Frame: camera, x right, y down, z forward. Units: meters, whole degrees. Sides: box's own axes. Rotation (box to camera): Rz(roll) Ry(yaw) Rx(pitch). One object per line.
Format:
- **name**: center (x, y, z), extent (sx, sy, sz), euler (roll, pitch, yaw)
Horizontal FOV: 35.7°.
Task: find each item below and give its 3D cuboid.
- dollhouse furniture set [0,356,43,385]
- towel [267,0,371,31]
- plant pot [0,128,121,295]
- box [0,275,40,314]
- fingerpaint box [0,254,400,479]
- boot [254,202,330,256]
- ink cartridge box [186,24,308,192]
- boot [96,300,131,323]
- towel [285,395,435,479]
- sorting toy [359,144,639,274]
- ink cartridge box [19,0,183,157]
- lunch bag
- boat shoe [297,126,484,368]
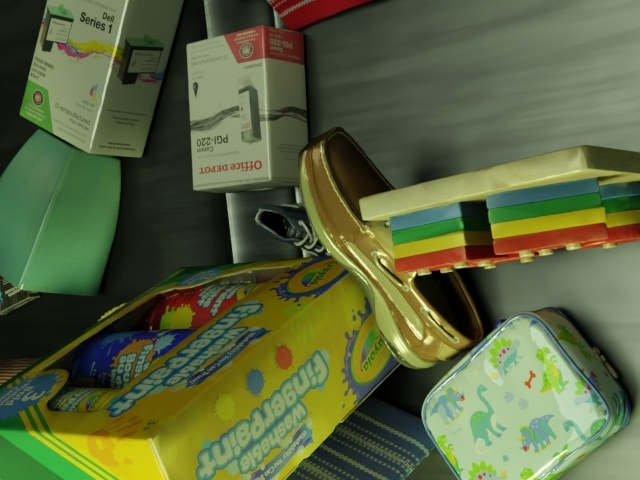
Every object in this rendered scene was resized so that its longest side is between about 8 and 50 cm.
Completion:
- **dollhouse furniture set**: center (-0.416, 0.352, 1.487), extent (0.152, 0.201, 0.374), euler (-31, 65, 49)
- **towel**: center (-0.047, -0.391, 1.279), extent (0.198, 0.275, 0.031), euler (-10, 50, 38)
- **plant pot**: center (-0.436, -0.052, 1.643), extent (0.165, 0.165, 0.234), euler (29, 100, 34)
- **box**: center (-0.574, 0.045, 1.829), extent (0.116, 0.029, 0.162), euler (-23, 75, 37)
- **fingerpaint box**: center (-0.162, 0.177, 1.227), extent (0.371, 0.444, 0.163), euler (-5, 111, 39)
- **boot**: center (0.000, 0.000, 1.338), extent (0.190, 0.086, 0.069), euler (23, 104, 36)
- **ink cartridge box**: center (-0.104, -0.181, 1.416), extent (0.158, 0.092, 0.218), euler (-4, 90, 38)
- **boot**: center (-0.285, 0.255, 1.571), extent (0.236, 0.089, 0.270), euler (-44, 63, 44)
- **towel**: center (-0.033, 0.291, 1.231), extent (0.243, 0.336, 0.040), euler (20, 130, 35)
- **sorting toy**: center (0.220, -0.024, 1.054), extent (0.255, 0.257, 0.090), euler (-12, 83, 38)
- **ink cartridge box**: center (-0.353, -0.298, 1.593), extent (0.201, 0.117, 0.278), euler (27, 107, 35)
- **lunch bag**: center (0.233, 0.193, 1.154), extent (0.219, 0.090, 0.176), euler (-49, 63, 28)
- **boat shoe**: center (0.096, 0.005, 1.187), extent (0.119, 0.122, 0.324), euler (-16, 113, 41)
